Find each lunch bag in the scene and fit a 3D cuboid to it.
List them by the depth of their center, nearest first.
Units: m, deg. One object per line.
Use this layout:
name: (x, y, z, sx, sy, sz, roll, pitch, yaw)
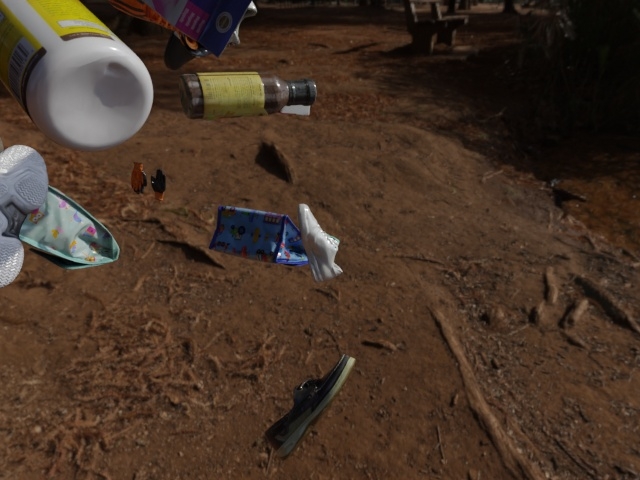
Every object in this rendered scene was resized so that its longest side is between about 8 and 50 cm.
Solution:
lunch bag: (-0.661, -0.033, 1.067, 0.223, 0.262, 0.160, 16, 71, 30)
lunch bag: (-0.155, 0.006, 1.303, 0.220, 0.138, 0.293, 10, -8, 22)

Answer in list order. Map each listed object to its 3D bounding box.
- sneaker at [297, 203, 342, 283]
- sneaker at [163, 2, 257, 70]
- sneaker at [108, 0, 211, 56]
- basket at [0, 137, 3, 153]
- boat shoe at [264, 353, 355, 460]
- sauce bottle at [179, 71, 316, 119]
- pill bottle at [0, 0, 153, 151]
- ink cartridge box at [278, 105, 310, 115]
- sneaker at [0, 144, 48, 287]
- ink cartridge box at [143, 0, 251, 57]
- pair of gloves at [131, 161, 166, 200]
sneaker: (0.000, 0.000, 1.098, 0.094, 0.213, 0.080, -16, 17, 0)
sneaker: (-0.326, -0.619, 1.281, 0.331, 0.146, 0.122, -48, 4, 1)
sneaker: (-0.374, -0.574, 1.081, 0.320, 0.125, 0.180, 2, 52, -21)
basket: (-0.743, -0.175, 0.791, 0.204, 0.154, 0.226, 24, 7, 26)
boat shoe: (-0.015, 0.200, 0.534, 0.049, 0.152, 0.056, 37, -4, 15)
sauce bottle: (-0.175, -0.371, 1.089, 0.344, 0.112, 0.111, -11, 28, -25)
pill bottle: (-0.280, -0.197, 0.449, 0.117, 0.117, 0.215, -27, 61, -38)
ink cartridge box: (-0.106, -0.412, 1.272, 0.099, 0.056, 0.135, -8, 26, -34)
sneaker: (-0.600, -0.042, 0.784, 0.153, 0.269, 0.101, -8, -21, 33)
ink cartridge box: (-0.256, -0.620, 0.903, 0.330, 0.324, 0.071, 42, 18, 19)
pair of gloves: (-0.380, -0.130, 0.944, 0.083, 0.074, 0.010, 15, 22, 6)
